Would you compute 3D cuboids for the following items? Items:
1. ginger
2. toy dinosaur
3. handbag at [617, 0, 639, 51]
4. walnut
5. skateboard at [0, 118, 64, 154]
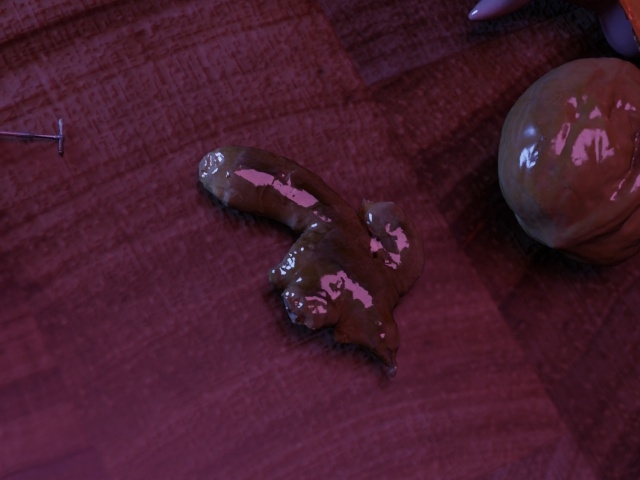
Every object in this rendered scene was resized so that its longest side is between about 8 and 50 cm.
[{"bbox_3d":[-0.010,0.003,0.978,0.214,0.059,0.133,29,60,2],"label":"ginger"},{"bbox_3d":[0.212,-0.233,1.110,0.194,0.152,0.177,-19,99,-25],"label":"toy dinosaur"},{"bbox_3d":[0.402,-0.139,0.939,0.116,0.303,0.410,-27,90,-35],"label":"handbag"},{"bbox_3d":[0.212,-0.064,1.008,0.166,0.149,0.167,2,87,-37],"label":"walnut"},{"bbox_3d":[-0.237,-0.093,0.983,0.083,0.064,0.032,5,57,-21],"label":"skateboard"}]
